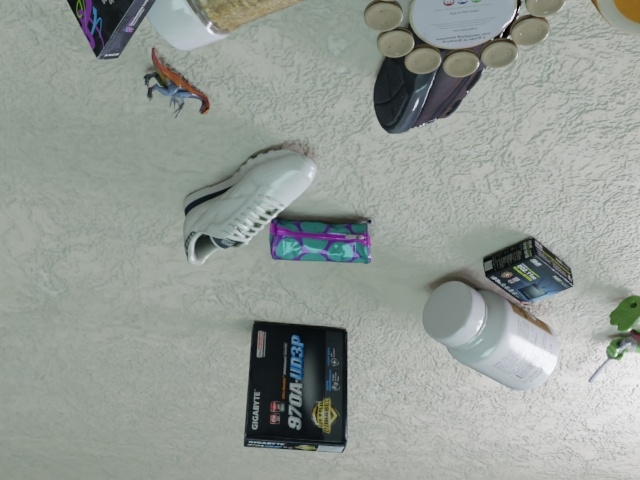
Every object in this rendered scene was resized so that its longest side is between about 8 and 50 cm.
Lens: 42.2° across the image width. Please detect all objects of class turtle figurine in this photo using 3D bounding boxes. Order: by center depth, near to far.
[{"bbox_3d":[0.578,0.234,1.439,0.275,0.198,0.266,-23,135,25],"label":"turtle figurine"}]

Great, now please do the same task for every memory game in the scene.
[{"bbox_3d":[0.132,-0.216,0.767,0.186,0.012,0.186,-1,149,0],"label":"memory game"}]

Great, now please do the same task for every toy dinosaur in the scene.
[{"bbox_3d":[-0.168,-0.180,0.998,0.082,0.047,0.090,-3,138,-28],"label":"toy dinosaur"}]

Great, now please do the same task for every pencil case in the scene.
[{"bbox_3d":[0.000,0.000,1.227,0.152,0.064,0.070,2,161,-3],"label":"pencil case"}]

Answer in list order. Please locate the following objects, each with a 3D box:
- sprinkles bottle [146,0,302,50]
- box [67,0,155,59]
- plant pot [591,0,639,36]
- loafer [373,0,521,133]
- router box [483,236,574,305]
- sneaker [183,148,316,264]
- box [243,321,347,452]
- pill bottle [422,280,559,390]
[{"bbox_3d":[-0.001,-0.289,0.767,0.355,0.121,0.121,-16,142,21],"label":"sprinkles bottle"},{"bbox_3d":[-0.210,-0.269,0.778,0.029,0.162,0.116,-16,163,-45],"label":"box"},{"bbox_3d":[0.285,-0.285,0.709,0.205,0.188,0.205,0,145,0],"label":"plant pot"},{"bbox_3d":[0.151,-0.225,0.893,0.095,0.109,0.302,-6,155,-24],"label":"loafer"},{"bbox_3d":[0.330,0.051,1.316,0.092,0.038,0.122,-29,136,34],"label":"router box"},{"bbox_3d":[-0.097,-0.043,1.144,0.235,0.095,0.090,-29,134,33],"label":"sneaker"},{"bbox_3d":[-0.041,0.257,1.458,0.175,0.220,0.051,6,147,-6],"label":"box"},{"bbox_3d":[0.282,0.156,1.387,0.229,0.131,0.131,29,136,-34],"label":"pill bottle"}]
